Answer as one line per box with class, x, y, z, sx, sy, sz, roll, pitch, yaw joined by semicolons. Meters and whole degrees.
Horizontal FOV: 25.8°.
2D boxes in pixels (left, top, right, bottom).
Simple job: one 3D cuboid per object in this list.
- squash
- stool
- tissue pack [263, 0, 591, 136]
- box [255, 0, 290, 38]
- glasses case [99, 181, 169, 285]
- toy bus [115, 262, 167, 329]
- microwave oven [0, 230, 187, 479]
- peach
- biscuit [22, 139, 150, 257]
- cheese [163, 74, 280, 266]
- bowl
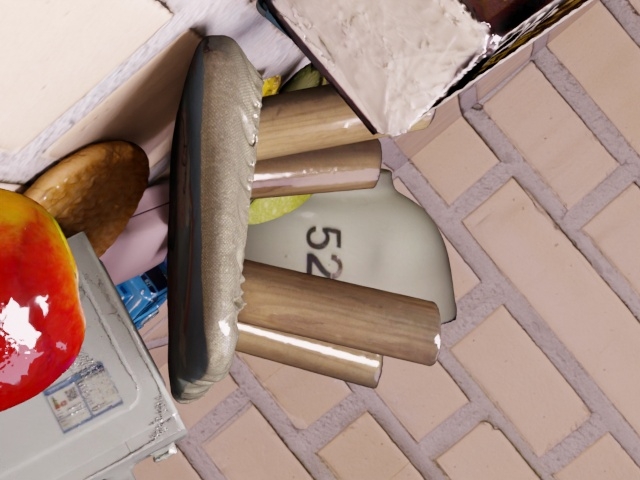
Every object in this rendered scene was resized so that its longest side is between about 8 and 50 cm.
squash;-0.020;-0.109;1.618;0.184;0.085;0.192;-47;-157;37
stool;-0.026;-0.009;1.308;0.226;0.311;0.310;1;167;-10
tissue pack;0.151;-0.268;1.208;0.370;0.210;0.198;-37;171;-35
box;-0.002;-0.225;1.278;0.099;0.074;0.054;-34;159;-47
glasses case;-0.217;-0.004;1.605;0.113;0.075;0.297;-45;173;23
toy bus;-0.256;0.066;1.873;0.106;0.090;0.184;-32;172;-41
microwave oven;-0.300;0.159;1.308;0.295;0.238;0.181;-27;173;-9
peach;-0.283;0.052;1.086;0.197;0.197;0.197;-39;175;-4
biscuit;-0.226;-0.040;1.355;0.144;0.033;0.224;-48;168;-4
cheese;-0.113;-0.077;1.551;0.250;0.064;0.156;-62;168;22
bowl;0.000;0.000;1.760;0.353;0.185;0.354;2;-173;0
